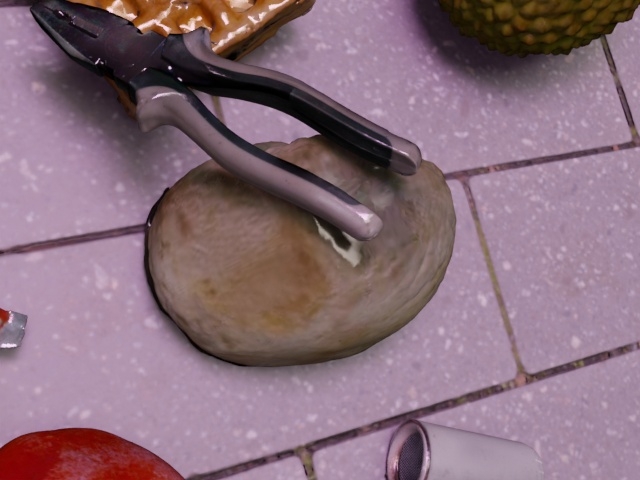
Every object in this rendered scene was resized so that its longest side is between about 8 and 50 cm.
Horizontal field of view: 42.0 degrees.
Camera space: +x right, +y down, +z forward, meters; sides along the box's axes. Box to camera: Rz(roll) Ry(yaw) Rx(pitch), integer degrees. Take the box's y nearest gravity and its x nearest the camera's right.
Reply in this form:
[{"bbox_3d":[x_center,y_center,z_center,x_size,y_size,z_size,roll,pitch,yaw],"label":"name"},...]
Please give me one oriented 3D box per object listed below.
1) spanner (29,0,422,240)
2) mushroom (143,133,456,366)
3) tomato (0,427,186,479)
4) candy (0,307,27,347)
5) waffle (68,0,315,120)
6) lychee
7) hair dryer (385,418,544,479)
[{"bbox_3d":[-0.081,-0.108,0.629,0.325,0.040,0.095,28,69,9],"label":"spanner"},{"bbox_3d":[-0.003,0.007,0.701,0.267,0.164,0.189,10,71,-20],"label":"mushroom"},{"bbox_3d":[-0.164,0.217,0.588,0.187,0.151,0.187,9,68,-22],"label":"tomato"},{"bbox_3d":[-0.359,0.087,0.589,0.292,0.059,0.086,-17,84,-24],"label":"candy"},{"bbox_3d":[-0.164,-0.286,0.731,0.213,0.091,0.308,-37,92,-13],"label":"waffle"},{"bbox_3d":[0.241,-0.334,0.841,0.270,0.270,0.320,24,62,-15],"label":"lychee"},{"bbox_3d":[0.119,0.287,0.732,0.131,0.073,0.236,16,73,-19],"label":"hair dryer"}]
